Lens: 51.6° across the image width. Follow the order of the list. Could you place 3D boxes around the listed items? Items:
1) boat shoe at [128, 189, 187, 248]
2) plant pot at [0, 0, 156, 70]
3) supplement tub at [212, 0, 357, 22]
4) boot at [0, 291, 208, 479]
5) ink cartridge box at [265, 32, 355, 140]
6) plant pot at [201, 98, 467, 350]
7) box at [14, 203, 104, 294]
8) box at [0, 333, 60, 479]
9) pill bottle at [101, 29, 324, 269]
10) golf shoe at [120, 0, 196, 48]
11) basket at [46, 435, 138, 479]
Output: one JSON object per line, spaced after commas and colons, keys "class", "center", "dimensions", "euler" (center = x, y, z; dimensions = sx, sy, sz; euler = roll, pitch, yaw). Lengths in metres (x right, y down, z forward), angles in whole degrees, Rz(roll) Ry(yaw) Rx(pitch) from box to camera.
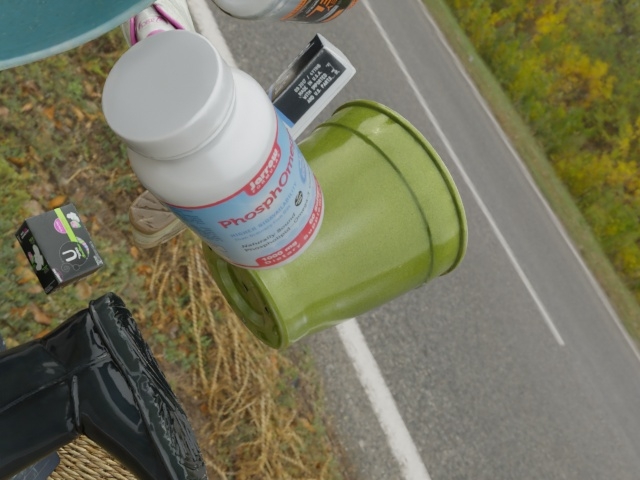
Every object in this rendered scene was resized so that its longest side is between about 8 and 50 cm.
{"class": "boat shoe", "center": [-0.279, -0.106, 1.459], "dimensions": [0.121, 0.110, 0.341], "euler": [45, 59, 13]}
{"class": "plant pot", "center": [-0.172, -0.234, 0.229], "dimensions": [0.290, 0.290, 0.195], "euler": [16, 35, -54]}
{"class": "supplement tub", "center": [-0.053, -0.519, 1.250], "dimensions": [0.207, 0.207, 0.338], "euler": [57, 34, 4]}
{"class": "boot", "center": [-0.254, 0.202, 0.684], "dimensions": [0.247, 0.207, 0.094], "euler": [59, -2, 10]}
{"class": "ink cartridge box", "center": [-0.054, -0.128, 0.709], "dimensions": [0.045, 0.206, 0.208], "euler": [41, 14, -14]}
{"class": "plant pot", "center": [0.000, 0.000, 1.154], "dimensions": [0.353, 0.366, 0.367], "euler": [-34, 89, -23]}
{"class": "box", "center": [-0.307, 0.010, 0.777], "dimensions": [0.062, 0.052, 0.083], "euler": [-29, 91, -42]}
{"class": "box", "center": [-0.752, 0.379, 1.093], "dimensions": [0.480, 0.297, 0.472], "euler": [-56, 152, -45]}
{"class": "pill bottle", "center": [-0.058, -0.047, 0.395], "dimensions": [0.160, 0.087, 0.087], "euler": [55, 12, -63]}
{"class": "golf shoe", "center": [-0.233, -0.325, 0.910], "dimensions": [0.306, 0.115, 0.140], "euler": [63, 0, -12]}
{"class": "basket", "center": [-0.455, 0.503, 1.564], "dimensions": [0.299, 0.223, 0.213], "euler": [18, -3, 12]}
